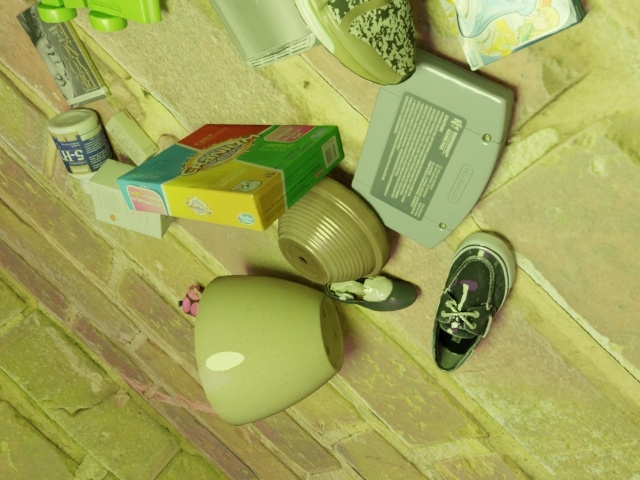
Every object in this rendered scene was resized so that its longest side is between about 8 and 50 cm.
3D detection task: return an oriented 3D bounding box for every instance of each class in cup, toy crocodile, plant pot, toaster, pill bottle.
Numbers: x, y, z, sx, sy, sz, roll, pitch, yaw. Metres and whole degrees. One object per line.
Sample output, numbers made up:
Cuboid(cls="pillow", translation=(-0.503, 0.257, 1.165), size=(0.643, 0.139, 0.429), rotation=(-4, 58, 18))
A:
Cuboid(cls="cup", translation=(-0.085, 0.217, 1.138), size=(0.237, 0.331, 0.330), rotation=(-13, 120, 15))
Cuboid(cls="toy crocodile", translation=(-0.424, -0.458, 0.940), size=(0.341, 0.105, 0.115), rotation=(17, 134, 20))
Cuboid(cls="plant pot", translation=(0.000, 0.000, 0.948), size=(0.237, 0.109, 0.237), rotation=(35, 154, 19))
Cuboid(cls="toaster", translation=(-0.061, -0.336, 0.722), size=(0.227, 0.129, 0.146), rotation=(-4, 125, 40))
Cuboid(cls="pill bottle", translation=(-0.565, -0.211, 1.257), size=(0.112, 0.112, 0.186), rotation=(16, 134, 28))

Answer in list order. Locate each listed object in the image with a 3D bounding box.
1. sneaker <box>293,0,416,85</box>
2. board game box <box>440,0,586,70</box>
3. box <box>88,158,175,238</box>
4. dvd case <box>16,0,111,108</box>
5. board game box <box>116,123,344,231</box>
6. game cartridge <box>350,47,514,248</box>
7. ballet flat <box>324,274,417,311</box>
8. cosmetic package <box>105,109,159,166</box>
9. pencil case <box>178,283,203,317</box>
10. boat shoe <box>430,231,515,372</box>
Cuboid(cls="sneaker", translation=(0.055, -0.359, 0.539), size=(0.182, 0.158, 0.410), rotation=(12, 134, 45))
Cuboid(cls="board game box", translation=(0.198, -0.317, 0.600), size=(0.136, 0.035, 0.201), rotation=(-15, 115, 45))
Cuboid(cls="box", translation=(-0.442, -0.098, 1.240), size=(0.171, 0.091, 0.130), rotation=(18, 138, 1))
Cuboid(cls="dvd case", translation=(-0.570, -0.409, 1.155), size=(0.165, 0.018, 0.221), rotation=(1, 126, 39))
Cuboid(cls="board game box", translation=(-0.156, -0.123, 0.903), size=(0.317, 0.242, 0.064), rotation=(9, 129, 33))
Cuboid(cls="game cartridge", translation=(0.161, -0.126, 0.791), size=(0.198, 0.062, 0.297), rotation=(27, 138, 11))
Cuboid(cls="ballet flat", translation=(0.089, 0.099, 1.030), size=(0.203, 0.074, 0.074), rotation=(1, 126, 41))
Cuboid(cls="cosmetic package", translation=(-0.427, -0.231, 1.181), size=(0.060, 0.041, 0.115), rotation=(-23, 109, 48))
Cuboid(cls="pencil case", translation=(-0.276, 0.197, 1.412), size=(0.210, 0.095, 0.098), rotation=(24, 122, 18))
Cuboid(cls="boat shoe", translation=(0.249, 0.121, 0.902), size=(0.108, 0.102, 0.301), rotation=(26, 138, 19))
